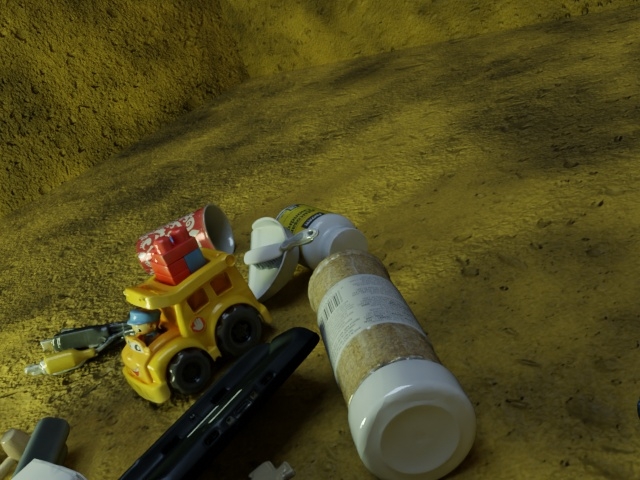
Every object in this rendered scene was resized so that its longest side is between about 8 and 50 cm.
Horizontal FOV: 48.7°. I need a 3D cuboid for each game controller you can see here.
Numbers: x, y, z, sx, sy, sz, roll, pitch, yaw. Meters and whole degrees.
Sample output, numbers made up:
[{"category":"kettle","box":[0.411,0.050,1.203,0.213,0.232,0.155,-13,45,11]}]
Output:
[{"category":"game controller","box":[-0.121,0.218,0.824,0.166,0.067,0.319,-29,11,49]}]

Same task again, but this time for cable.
[{"category":"cable","box":[-0.355,0.175,1.227,0.287,0.072,0.139,-10,6,-1]}]

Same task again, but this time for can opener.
[{"category":"can opener","box":[-0.342,0.324,0.856,0.093,0.074,0.280,10,20,-14]}]

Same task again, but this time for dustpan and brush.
[{"category":"dustpan and brush","box":[-0.065,0.017,1.131,0.211,0.060,0.147,-17,63,40]}]

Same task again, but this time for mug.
[{"category":"mug","box":[-0.267,0.014,1.440,0.169,0.150,0.113,-19,59,18]}]

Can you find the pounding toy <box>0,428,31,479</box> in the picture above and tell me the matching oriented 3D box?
[{"category":"pounding toy","box":[-0.535,0.298,0.952,0.269,0.154,0.155,-24,23,-3]}]

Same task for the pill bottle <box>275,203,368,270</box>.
[{"category":"pill bottle","box":[0.000,0.000,1.193,0.103,0.103,0.184,-32,24,-21]}]

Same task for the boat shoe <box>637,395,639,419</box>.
[{"category":"boat shoe","box":[0.391,0.083,0.645,0.258,0.089,0.109,-38,33,-7]}]

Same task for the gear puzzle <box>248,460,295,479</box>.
[{"category":"gear puzzle","box":[-0.045,0.307,0.588,0.175,0.044,0.339,-37,17,-14]}]

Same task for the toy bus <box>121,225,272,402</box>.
[{"category":"toy bus","box":[-0.211,0.096,1.039,0.220,0.211,0.149,-37,29,-29]}]

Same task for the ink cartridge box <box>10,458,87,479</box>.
[{"category":"ink cartridge box","box":[-0.285,0.335,0.642,0.092,0.158,0.218,0,31,41]}]

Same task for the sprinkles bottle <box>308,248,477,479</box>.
[{"category":"sprinkles bottle","box":[0.067,0.126,0.834,0.121,0.121,0.355,-22,23,0]}]
